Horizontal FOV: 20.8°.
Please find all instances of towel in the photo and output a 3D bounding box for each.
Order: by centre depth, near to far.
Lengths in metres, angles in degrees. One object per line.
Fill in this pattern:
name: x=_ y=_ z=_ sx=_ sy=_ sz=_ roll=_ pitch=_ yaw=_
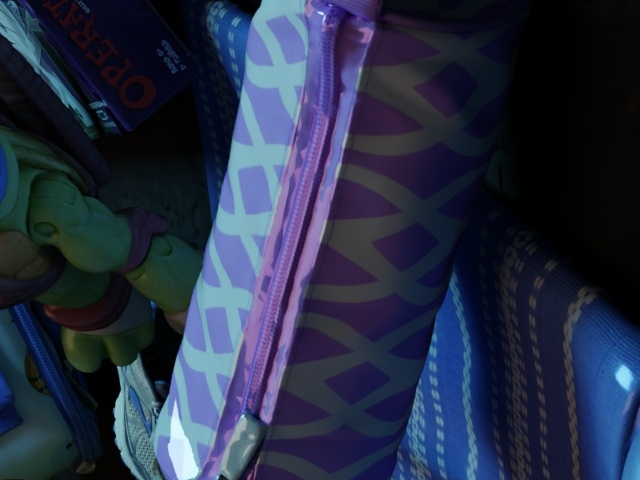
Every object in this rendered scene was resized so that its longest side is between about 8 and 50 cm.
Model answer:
towel: x=0.029 y=0.066 z=0.669 sx=0.336 sy=0.040 sz=0.243 roll=43 pitch=146 yaw=49

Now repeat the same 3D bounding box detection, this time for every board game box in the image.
board game box: x=-0.178 y=-0.136 z=0.846 sx=0.208 sy=0.056 sz=0.347 roll=55 pitch=166 yaw=-11

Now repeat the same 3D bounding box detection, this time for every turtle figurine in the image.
turtle figurine: x=-0.134 y=0.058 z=0.744 sx=0.275 sy=0.198 sz=0.266 roll=50 pitch=173 yaw=2

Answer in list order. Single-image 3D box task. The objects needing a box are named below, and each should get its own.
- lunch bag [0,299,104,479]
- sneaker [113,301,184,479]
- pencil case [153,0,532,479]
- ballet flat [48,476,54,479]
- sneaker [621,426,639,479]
lunch bag: x=-0.237 y=0.025 z=1.097 sx=0.303 sy=0.115 sz=0.243 roll=65 pitch=167 yaw=-10
sneaker: x=-0.083 y=0.085 z=0.940 sx=0.058 sy=0.052 sz=0.135 roll=16 pitch=124 yaw=59
pencil case: x=0.000 y=0.000 z=0.541 sx=0.086 sy=0.088 sz=0.206 roll=27 pitch=120 yaw=24
ballet flat: x=-0.243 y=0.066 z=1.271 sx=0.077 sy=0.091 sz=0.241 roll=-100 pitch=-2 yaw=-80
sneaker: x=0.109 y=0.142 z=0.486 sx=0.090 sy=0.081 sz=0.232 roll=14 pitch=124 yaw=56
